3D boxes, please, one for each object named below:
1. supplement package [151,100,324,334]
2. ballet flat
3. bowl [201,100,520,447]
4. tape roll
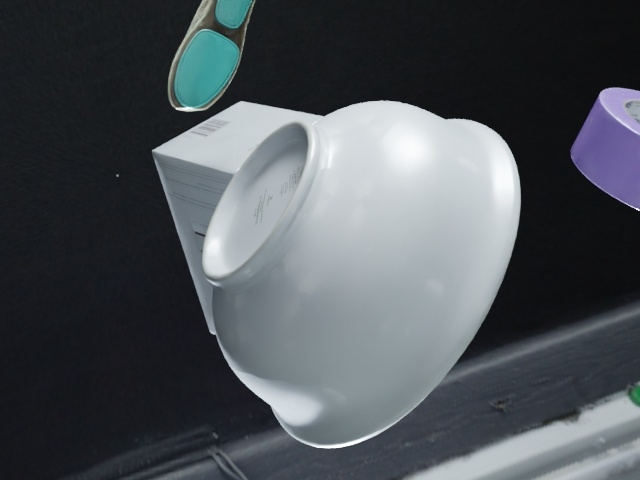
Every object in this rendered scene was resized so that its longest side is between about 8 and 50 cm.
[{"bbox_3d":[-0.063,-0.008,0.953,0.139,0.134,0.244,-36,-52,-35],"label":"supplement package"},{"bbox_3d":[-0.097,-0.189,0.803,0.057,0.052,0.168,29,-103,-22],"label":"ballet flat"},{"bbox_3d":[0.000,0.000,0.679,0.134,0.298,0.297,31,-93,-26],"label":"bowl"},{"bbox_3d":[0.404,-0.103,1.034,0.189,0.189,0.080,13,-58,-14],"label":"tape roll"}]
